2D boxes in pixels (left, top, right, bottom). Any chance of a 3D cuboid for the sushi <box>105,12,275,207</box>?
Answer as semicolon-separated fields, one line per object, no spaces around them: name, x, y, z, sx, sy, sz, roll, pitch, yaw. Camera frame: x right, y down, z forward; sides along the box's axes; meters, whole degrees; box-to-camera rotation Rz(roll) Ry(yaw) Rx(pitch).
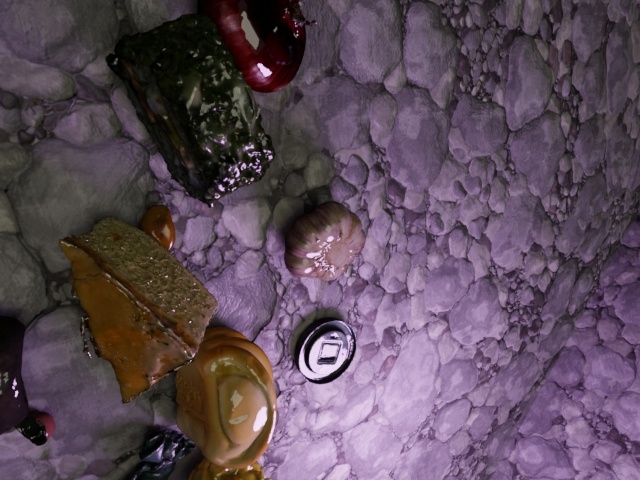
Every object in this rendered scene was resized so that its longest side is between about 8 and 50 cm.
sushi;-0.244;-0.250;0.813;0.178;0.294;0.352;-35;115;-24

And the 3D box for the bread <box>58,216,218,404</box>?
bread;-0.405;0.148;0.848;0.315;0.248;0.279;41;111;-13

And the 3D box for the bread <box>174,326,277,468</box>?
bread;-0.219;0.383;1.022;0.211;0.270;0.316;-10;102;-45

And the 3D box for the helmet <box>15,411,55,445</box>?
helmet;-0.621;0.403;0.895;0.065;0.049;0.084;-41;96;20

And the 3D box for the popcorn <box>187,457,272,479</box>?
popcorn;-0.254;0.697;1.115;0.249;0.225;0.249;2;86;-23

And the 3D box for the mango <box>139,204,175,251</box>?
mango;-0.371;-0.025;0.931;0.080;0.060;0.114;10;100;-18

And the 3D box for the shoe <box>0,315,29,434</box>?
shoe;-0.689;0.326;0.759;0.237;0.171;0.384;13;88;-30

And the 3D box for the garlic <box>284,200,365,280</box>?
garlic;0.000;0.000;1.119;0.245;0.160;0.245;-25;136;-28

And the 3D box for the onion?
onion;-0.113;-0.459;0.854;0.273;0.285;0.273;9;80;-56

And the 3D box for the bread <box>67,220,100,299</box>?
bread;-0.465;0.044;0.864;0.077;0.105;0.152;24;91;-41

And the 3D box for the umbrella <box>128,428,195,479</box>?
umbrella;-0.445;0.655;1.046;0.143;0.094;0.349;25;91;-30

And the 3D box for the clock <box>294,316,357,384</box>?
clock;0.018;0.346;1.282;0.215;0.042;0.215;-9;107;-29
